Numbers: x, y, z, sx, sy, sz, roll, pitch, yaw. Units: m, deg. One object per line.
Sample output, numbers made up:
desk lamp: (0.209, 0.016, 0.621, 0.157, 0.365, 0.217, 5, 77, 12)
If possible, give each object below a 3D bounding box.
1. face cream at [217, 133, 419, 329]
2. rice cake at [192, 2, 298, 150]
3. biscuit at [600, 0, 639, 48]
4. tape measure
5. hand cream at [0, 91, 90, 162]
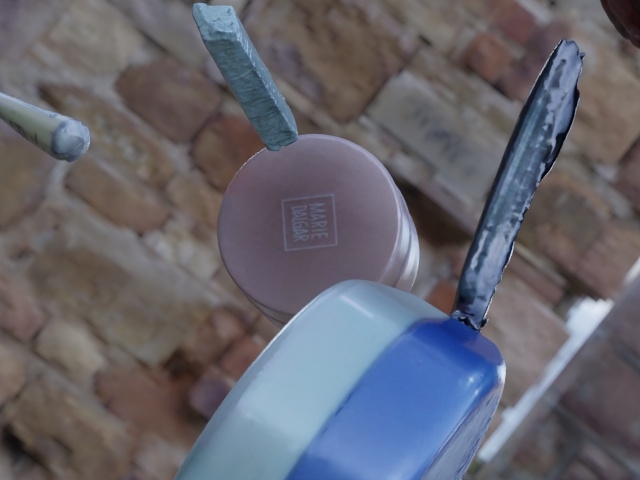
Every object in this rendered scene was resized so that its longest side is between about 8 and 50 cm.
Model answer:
face cream: (0.000, 0.000, 1.441, 0.149, 0.149, 0.104, 39, -5, 18)
rice cake: (-0.048, -0.107, 1.195, 0.171, 0.029, 0.033, 56, 16, -64)
biscuit: (0.324, -0.254, 1.290, 0.074, 0.381, 0.359, -15, 71, -36)
tape measure: (0.035, 0.063, 0.800, 0.098, 0.351, 0.215, 30, 5, 13)
hand cream: (-0.265, -0.108, 1.613, 0.143, 0.039, 0.061, 25, -6, 36)
